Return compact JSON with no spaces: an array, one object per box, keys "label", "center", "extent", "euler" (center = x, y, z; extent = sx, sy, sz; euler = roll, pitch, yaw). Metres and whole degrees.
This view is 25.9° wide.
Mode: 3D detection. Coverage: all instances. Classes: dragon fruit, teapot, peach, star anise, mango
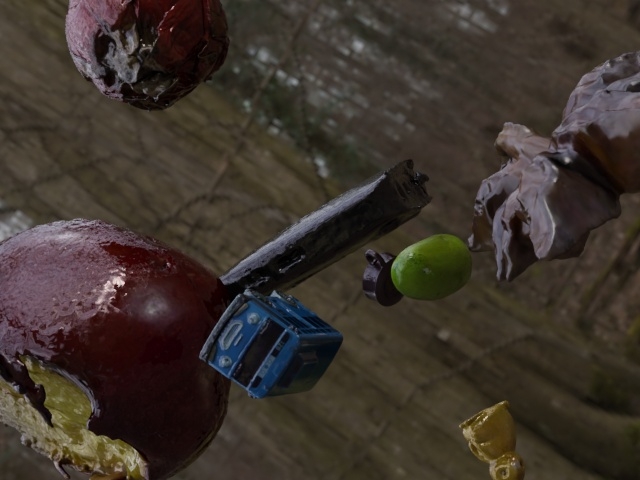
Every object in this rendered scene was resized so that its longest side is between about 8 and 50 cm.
[{"label":"dragon fruit","center":[-0.232,-0.247,1.815],"extent":[0.148,0.218,0.224],"euler":[-88,-2,-48]},{"label":"teapot","center":[0.080,0.046,1.791],"extent":[0.068,0.045,0.100],"euler":[-49,-47,-21]},{"label":"peach","center":[-0.320,0.152,1.873],"extent":[0.339,0.416,0.353],"euler":[81,-172,-47]},{"label":"star anise","center":[0.224,-0.072,1.273],"extent":[0.292,0.109,0.349],"euler":[-38,9,24]},{"label":"mango","center":[0.115,0.029,1.458],"extent":[0.108,0.056,0.073],"euler":[7,-55,-47]}]

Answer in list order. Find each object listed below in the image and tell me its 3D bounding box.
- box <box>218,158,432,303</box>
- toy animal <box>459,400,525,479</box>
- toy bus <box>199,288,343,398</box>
[{"label":"box","center":[0.000,0.000,2.125],"extent":[0.350,0.091,0.359],"euler":[-31,-1,14]},{"label":"toy animal","center":[0.278,0.328,2.090],"extent":[0.083,0.159,0.070],"euler":[-23,-13,-9]},{"label":"toy bus","center":[-0.050,0.115,1.523],"extent":[0.090,0.106,0.184],"euler":[-56,-15,7]}]
